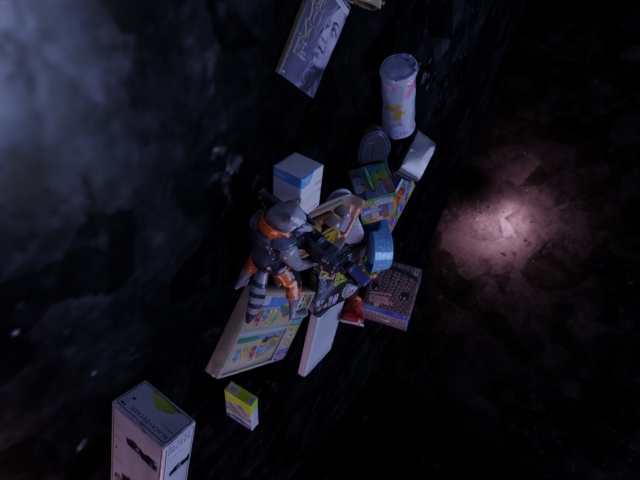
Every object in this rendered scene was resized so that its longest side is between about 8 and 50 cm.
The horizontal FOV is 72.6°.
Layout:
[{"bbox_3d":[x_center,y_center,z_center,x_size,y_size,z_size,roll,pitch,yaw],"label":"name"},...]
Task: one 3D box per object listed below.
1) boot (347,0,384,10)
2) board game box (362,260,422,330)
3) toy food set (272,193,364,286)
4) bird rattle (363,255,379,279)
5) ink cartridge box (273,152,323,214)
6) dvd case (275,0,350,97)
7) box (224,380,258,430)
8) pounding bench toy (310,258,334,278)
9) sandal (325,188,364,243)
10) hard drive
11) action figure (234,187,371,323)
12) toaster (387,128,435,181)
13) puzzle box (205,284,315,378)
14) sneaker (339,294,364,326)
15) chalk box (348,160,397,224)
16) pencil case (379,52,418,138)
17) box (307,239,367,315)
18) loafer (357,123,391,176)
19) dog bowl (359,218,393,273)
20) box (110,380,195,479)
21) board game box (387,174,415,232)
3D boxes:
[{"bbox_3d":[0.134,-0.613,0.948,0.262,0.095,0.203,-27,132,-49],"label":"boot"},{"bbox_3d":[0.356,0.266,2.176,0.141,0.232,0.291,74,34,-58],"label":"board game box"},{"bbox_3d":[0.000,0.000,1.290,0.306,0.092,0.219,-27,151,-45],"label":"toy food set"},{"bbox_3d":[0.174,0.139,1.927,0.207,0.143,0.253,-46,168,-8],"label":"bird rattle"},{"bbox_3d":[-0.060,-0.129,1.099,0.092,0.090,0.143,-41,150,-41],"label":"ink cartridge box"},{"bbox_3d":[-0.012,-0.442,0.948,0.164,0.018,0.221,2,112,-65],"label":"dvd case"},{"bbox_3d":[-0.253,0.540,1.404,0.042,0.109,0.178,-46,153,-43],"label":"box"},{"bbox_3d":[0.003,0.089,1.406,0.083,0.065,0.052,5,119,-21],"label":"pounding bench toy"},{"bbox_3d":[0.073,-0.086,1.443,0.102,0.076,0.265,-22,140,3],"label":"sandal"},{"bbox_3d":[0.008,0.398,1.892,0.233,0.047,0.353,-35,144,-49],"label":"hard drive"},{"bbox_3d":[-0.072,0.058,0.982,0.178,0.341,0.330,-33,147,-40],"label":"action figure"},{"bbox_3d":[0.312,-0.306,1.594,0.185,0.110,0.168,-65,-162,4],"label":"toaster"},{"bbox_3d":[-0.168,0.271,1.365,0.272,0.052,0.409,-64,158,5],"label":"puzzle box"},{"bbox_3d":[0.149,0.310,1.985,0.279,0.107,0.118,-95,-162,-81],"label":"sneaker"},{"bbox_3d":[0.173,-0.166,1.439,0.213,0.132,0.132,67,9,-64],"label":"chalk box"},{"bbox_3d":[0.248,-0.449,1.378,0.273,0.113,0.124,73,29,-59],"label":"pencil case"},{"bbox_3d":[0.057,0.131,1.596,0.216,0.060,0.270,-22,138,-29],"label":"box"},{"bbox_3d":[0.175,-0.293,1.449,0.302,0.109,0.095,64,14,-63],"label":"loafer"},{"bbox_3d":[0.201,-0.013,1.592,0.166,0.074,0.297,97,-9,-46],"label":"dog bowl"},{"bbox_3d":[-0.383,0.482,0.984,0.087,0.169,0.290,-30,140,-53],"label":"box"},{"bbox_3d":[0.271,-0.126,1.831,0.347,0.078,0.233,-63,158,0],"label":"board game box"}]
